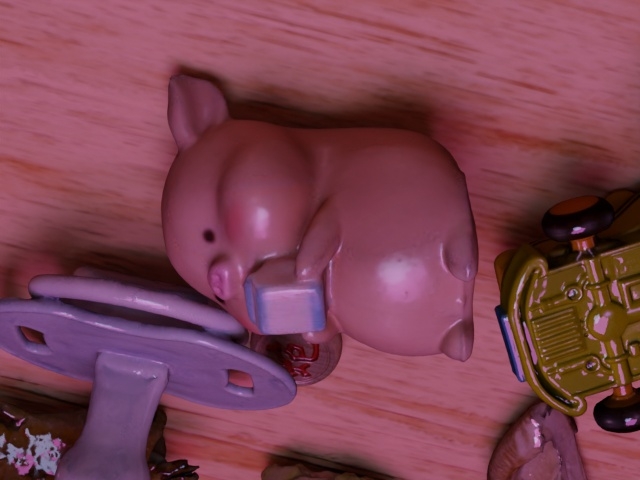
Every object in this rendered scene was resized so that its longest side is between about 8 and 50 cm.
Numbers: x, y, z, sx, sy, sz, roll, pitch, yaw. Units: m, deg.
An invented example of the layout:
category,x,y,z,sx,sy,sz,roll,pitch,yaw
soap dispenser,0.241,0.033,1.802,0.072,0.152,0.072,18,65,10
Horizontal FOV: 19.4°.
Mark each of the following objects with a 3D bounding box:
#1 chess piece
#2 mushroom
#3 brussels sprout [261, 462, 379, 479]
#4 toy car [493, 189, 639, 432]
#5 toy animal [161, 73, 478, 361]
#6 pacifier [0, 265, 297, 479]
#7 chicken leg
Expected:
category,x,y,z,sx,sy,sz,roll,pitch,yaw
chess piece,-0.022,0.093,1.690,0.084,0.038,0.083,3,130,4
mushroom,0.207,0.246,1.763,0.094,0.072,0.209,-10,106,26
brussels sprout,0.016,0.284,1.807,0.181,0.100,0.139,30,145,-31
toy car,0.263,0.039,1.556,0.248,0.142,0.200,-14,107,-3
toy animal,-0.004,0.001,1.503,0.256,0.213,0.195,4,127,1
pacifier,-0.168,0.138,1.608,0.287,0.225,0.238,10,163,1
chicken leg,-0.329,0.203,1.751,0.429,0.152,0.201,0,141,-5
